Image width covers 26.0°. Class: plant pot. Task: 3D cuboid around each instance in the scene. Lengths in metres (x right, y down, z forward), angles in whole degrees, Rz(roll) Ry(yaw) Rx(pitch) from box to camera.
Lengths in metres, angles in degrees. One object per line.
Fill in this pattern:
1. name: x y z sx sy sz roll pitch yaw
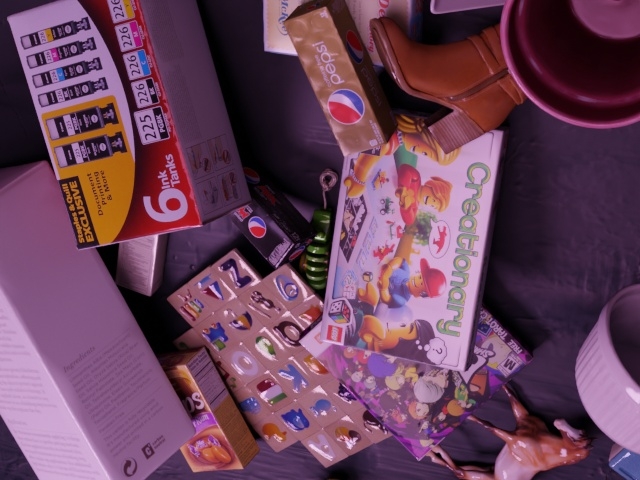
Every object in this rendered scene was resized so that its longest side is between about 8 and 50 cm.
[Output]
1. plant pot: 0.309 -0.245 1.483 0.201 0.180 0.201 10 121 17

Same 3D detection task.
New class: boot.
1. boot: 0.158 -0.213 1.599 0.152 0.073 0.197 -36 118 4

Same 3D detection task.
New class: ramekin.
1. ramekin: 0.406 0.163 1.666 0.207 0.207 0.109 33 134 2

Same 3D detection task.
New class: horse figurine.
1. horse figurine: 0.242 0.296 1.886 0.174 0.066 0.263 36 123 7

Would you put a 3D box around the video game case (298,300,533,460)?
1. video game case: 0.125 0.139 1.815 0.210 0.042 0.232 -43 97 12

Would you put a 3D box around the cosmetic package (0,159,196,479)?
1. cosmetic package: -0.388 0.128 1.947 0.230 0.161 0.453 -3 119 49

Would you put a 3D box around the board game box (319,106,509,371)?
1. board game box: 0.115 -0.005 1.718 0.192 0.053 0.305 11 102 16

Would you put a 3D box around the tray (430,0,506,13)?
1. tray: 0.191 -0.382 1.502 0.030 0.145 0.270 45 137 45

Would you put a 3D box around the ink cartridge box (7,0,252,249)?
1. ink cartridge box: -0.266 -0.157 1.755 0.271 0.130 0.310 -11 99 31

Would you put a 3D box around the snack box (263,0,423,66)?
1. snack box: 0.027 -0.365 1.602 0.187 0.060 0.322 10 121 16

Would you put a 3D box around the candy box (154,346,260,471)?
1. candy box: -0.179 0.249 2.025 0.109 0.053 0.187 -12 112 40

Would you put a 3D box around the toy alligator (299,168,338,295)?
1. toy alligator: 0.000 0.000 1.823 0.056 0.051 0.190 11 121 16

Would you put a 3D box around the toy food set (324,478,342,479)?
1. toy food set: 0.022 0.446 2.032 0.071 0.128 0.218 -9 121 48

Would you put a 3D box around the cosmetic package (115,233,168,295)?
1. cosmetic package: -0.249 0.014 1.938 0.060 0.041 0.115 20 123 11

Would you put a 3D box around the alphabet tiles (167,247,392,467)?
1. alphabet tiles: -0.053 0.170 1.938 0.342 0.011 0.285 48 133 -8

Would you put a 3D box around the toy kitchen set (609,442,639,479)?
1. toy kitchen set: 0.461 0.282 1.726 0.122 0.166 0.207 37 125 -1

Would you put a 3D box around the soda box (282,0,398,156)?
1. soda box: 0.025 -0.195 1.627 0.061 0.058 0.181 -15 112 26

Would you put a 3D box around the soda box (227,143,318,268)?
1. soda box: -0.084 -0.046 1.801 0.169 0.060 0.053 48 126 13
